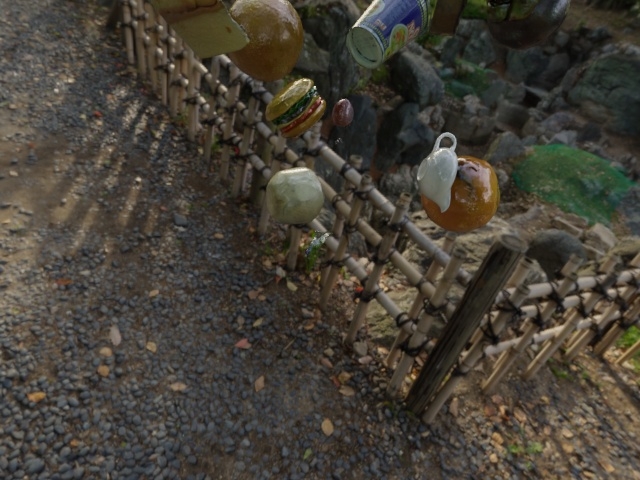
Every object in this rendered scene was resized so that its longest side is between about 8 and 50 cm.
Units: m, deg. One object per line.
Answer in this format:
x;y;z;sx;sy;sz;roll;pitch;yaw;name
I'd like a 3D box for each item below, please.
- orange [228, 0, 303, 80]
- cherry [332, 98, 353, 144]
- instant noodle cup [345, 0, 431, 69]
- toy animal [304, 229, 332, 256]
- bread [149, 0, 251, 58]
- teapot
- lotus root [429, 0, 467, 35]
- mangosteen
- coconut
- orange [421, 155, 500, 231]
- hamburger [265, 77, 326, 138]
-0.188;-0.677;1.376;0.274;0.274;0.274;11;36;-8;orange
0.092;-0.506;1.778;0.090;0.225;0.107;13;43;6;cherry
0.275;-0.916;1.773;0.284;0.284;0.312;34;71;22;instant noodle cup
0.001;-0.014;1.584;0.041;0.075;0.217;17;32;20;toy animal
-0.238;-0.508;0.842;0.178;0.240;0.135;10;69;34;bread
0.327;-0.196;1.142;0.092;0.226;0.145;15;-4;-11;teapot
0.428;-0.831;1.247;0.111;0.391;0.375;17;14;6;lotus root
0.775;-0.883;1.562;0.311;0.311;0.311;11;36;-8;mangosteen
-0.081;-0.157;1.477;0.224;0.224;0.224;11;36;-8;coconut
0.444;-0.147;1.304;0.246;0.246;0.246;11;36;-8;orange
-0.062;-0.341;1.060;0.115;0.162;0.162;48;28;-24;hamburger
